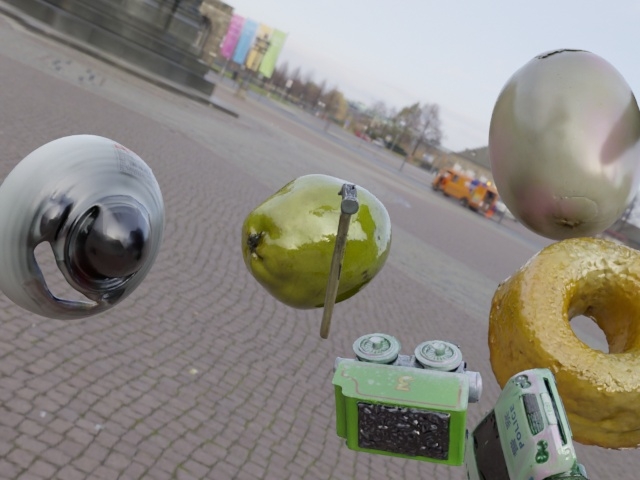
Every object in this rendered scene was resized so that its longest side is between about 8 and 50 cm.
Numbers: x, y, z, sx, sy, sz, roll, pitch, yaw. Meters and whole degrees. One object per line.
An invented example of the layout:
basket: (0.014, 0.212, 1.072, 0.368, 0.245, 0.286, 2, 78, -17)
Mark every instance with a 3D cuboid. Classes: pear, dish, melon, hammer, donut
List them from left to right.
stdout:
dish: (-0.308, -0.001, 0.977, 0.133, 0.274, 0.273, 21, 5, 36)
pear: (0.000, 0.000, 1.096, 0.269, 0.213, 0.212, -6, 28, -40)
hammer: (0.016, 0.023, 0.711, 0.017, 0.182, 0.062, 8, 31, -3)
melon: (0.367, -0.149, 1.045, 0.222, 0.317, 0.223, 8, -34, 6)
donut: (0.348, 0.111, 0.877, 0.277, 0.109, 0.278, 2, 51, -2)

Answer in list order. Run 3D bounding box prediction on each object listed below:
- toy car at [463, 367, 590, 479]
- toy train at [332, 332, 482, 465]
toy car: (0.165, 0.194, 0.594, 0.076, 0.224, 0.090, -6, 50, 3)
toy train: (0.167, 0.316, 1.402, 0.307, 0.174, 0.249, 5, 26, 15)
